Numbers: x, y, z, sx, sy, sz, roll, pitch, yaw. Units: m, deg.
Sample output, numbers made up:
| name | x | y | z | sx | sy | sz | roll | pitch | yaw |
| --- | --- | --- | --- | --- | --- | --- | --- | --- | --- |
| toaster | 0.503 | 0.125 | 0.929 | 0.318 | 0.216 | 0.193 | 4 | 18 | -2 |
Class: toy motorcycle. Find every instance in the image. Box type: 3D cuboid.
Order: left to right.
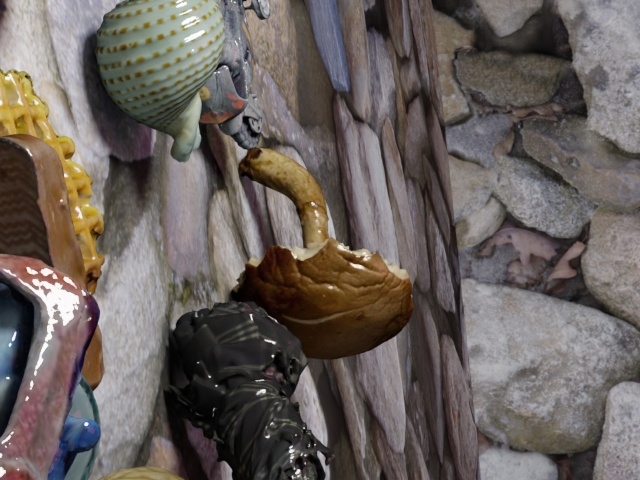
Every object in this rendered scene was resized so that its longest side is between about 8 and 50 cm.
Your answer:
| name | x | y | z | sx | sy | sz | roll | pitch | yaw |
| --- | --- | --- | --- | --- | --- | --- | --- | --- | --- |
| toy motorcycle | -0.280 | 0.141 | 0.855 | 0.241 | 0.182 | 0.319 | 42 | 48 | -7 |
| toy motorcycle | -0.135 | -0.257 | 1.701 | 0.173 | 0.108 | 0.307 | -34 | 112 | -68 |

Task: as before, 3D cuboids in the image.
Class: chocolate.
| name | x | y | z | sx | sy | sz | roll | pitch | yaw |
| --- | --- | --- | --- | --- | --- | --- | --- | --- | --- |
| chocolate | -0.249 | 0.022 | 1.031 | 0.093 | 0.148 | 0.214 | -40 | 122 | -79 |

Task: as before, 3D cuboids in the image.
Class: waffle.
| name | x | y | z | sx | sy | sz | roll | pitch | yaw |
| --- | --- | --- | --- | --- | --- | --- | --- | --- | --- |
| waffle | -0.263 | -0.037 | 1.207 | 0.238 | 0.058 | 0.243 | 56 | 26 | -51 |

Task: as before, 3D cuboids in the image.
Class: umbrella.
| name | x | y | z | sx | sy | sz | roll | pitch | yaw |
| --- | --- | --- | --- | --- | --- | --- | --- | --- | --- |
| umbrella | -0.052 | 0.188 | 1.462 | 0.336 | 0.154 | 0.128 | 43 | -25 | 46 |

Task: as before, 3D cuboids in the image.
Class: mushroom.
| name | x | y | z | sx | sy | sz | roll | pitch | yaw |
| --- | --- | --- | --- | --- | --- | --- | --- | --- | --- |
| mushroom | -0.003 | 0.005 | 1.782 | 0.208 | 0.233 | 0.302 | 27 | 56 | -82 |

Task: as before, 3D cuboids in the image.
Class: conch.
| name | x | y | z | sx | sy | sz | roll | pitch | yaw |
| --- | --- | --- | --- | --- | --- | --- | --- | --- | --- |
| conch | -0.177 | -0.192 | 1.460 | 0.172 | 0.131 | 0.200 | -124 | -133 | -66 |

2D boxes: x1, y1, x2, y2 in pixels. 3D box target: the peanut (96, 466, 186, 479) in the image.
| name | x | y | z | sx | sy | sz | roll | pitch | yaw |
| --- | --- | --- | --- | --- | --- | --- | --- | --- | --- |
| peanut | -0.134 | 0.291 | 1.264 | 0.159 | 0.143 | 0.291 | 43 | -1 | 23 |
